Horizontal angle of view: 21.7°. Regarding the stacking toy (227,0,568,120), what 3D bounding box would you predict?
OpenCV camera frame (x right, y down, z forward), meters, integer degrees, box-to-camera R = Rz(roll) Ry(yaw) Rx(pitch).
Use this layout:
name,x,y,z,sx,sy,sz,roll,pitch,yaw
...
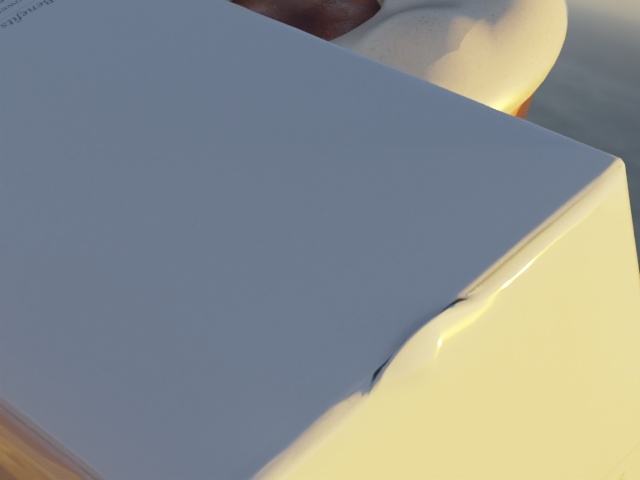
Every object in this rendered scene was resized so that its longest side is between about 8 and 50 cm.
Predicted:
name,x,y,z,sx,sy,sz,roll,pitch,yaw
stacking toy,0.000,0.000,1.219,0.350,0.480,0.351,-3,40,3

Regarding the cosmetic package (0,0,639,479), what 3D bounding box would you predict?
name,x,y,z,sx,sy,sz,roll,pitch,yaw
cosmetic package,-0.074,0.018,0.638,0.197,0.155,0.365,-37,44,-24
